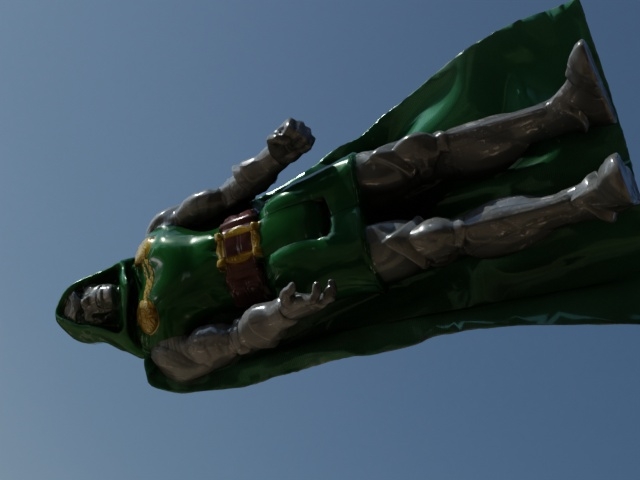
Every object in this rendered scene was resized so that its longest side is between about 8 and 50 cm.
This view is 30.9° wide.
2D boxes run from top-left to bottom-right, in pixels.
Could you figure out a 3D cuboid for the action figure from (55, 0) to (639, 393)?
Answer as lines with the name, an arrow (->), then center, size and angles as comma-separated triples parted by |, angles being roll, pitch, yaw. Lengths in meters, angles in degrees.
action figure -> 0.000, 0.000, 0.436 | 0.232, 0.137, 0.063 | -20, -34, 19
